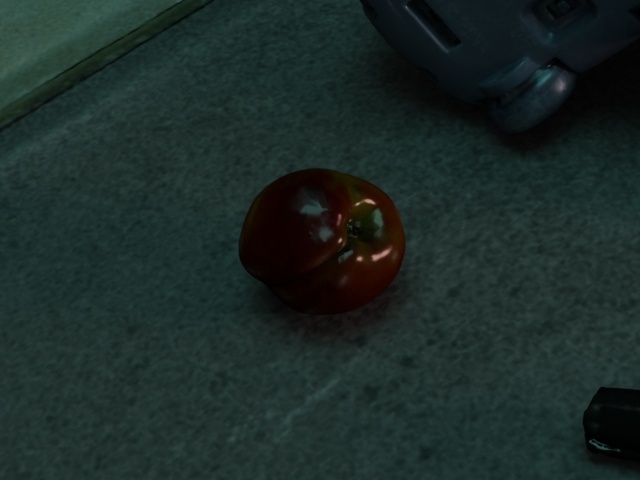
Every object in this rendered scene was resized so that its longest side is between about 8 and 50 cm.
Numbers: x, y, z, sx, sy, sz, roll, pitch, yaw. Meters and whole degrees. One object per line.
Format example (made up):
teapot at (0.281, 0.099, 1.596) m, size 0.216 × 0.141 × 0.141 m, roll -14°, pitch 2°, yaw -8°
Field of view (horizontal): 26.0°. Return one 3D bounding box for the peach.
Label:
peach at (0.000, 0.001, 0.874) m, size 0.100 × 0.101 × 0.101 m, roll -6°, pitch 48°, yaw 6°

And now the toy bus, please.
toy bus at (0.162, -0.237, 0.944) m, size 0.294 × 0.197 × 0.232 m, roll -32°, pitch 20°, yaw 39°

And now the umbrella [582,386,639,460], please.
umbrella at (0.304, 0.115, 0.714) m, size 0.340 × 0.118 × 0.118 m, roll 5°, pitch 49°, yaw 27°
